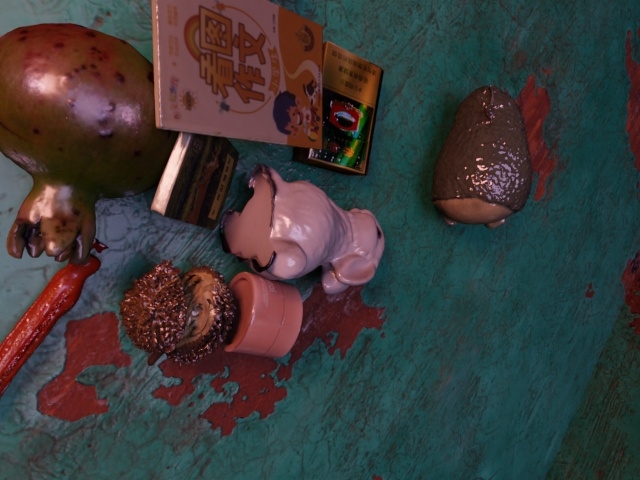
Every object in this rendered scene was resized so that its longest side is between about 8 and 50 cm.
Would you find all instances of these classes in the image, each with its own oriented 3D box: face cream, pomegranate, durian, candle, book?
[{"bbox_3d":[-0.117,0.142,0.763,0.104,0.149,0.149,20,85,-33],"label":"face cream"},{"bbox_3d":[-0.305,-0.125,0.551,0.242,0.242,0.305,-11,100,-32],"label":"pomegranate"},{"bbox_3d":[-0.241,0.131,0.677,0.196,0.167,0.196,-9,114,-20],"label":"durian"},{"bbox_3d":[-0.436,0.136,0.612,0.051,0.048,0.329,36,77,-18],"label":"candle"},{"bbox_3d":[-0.190,-0.102,0.656,0.024,0.228,0.160,18,86,4],"label":"book"},{"bbox_3d":[-0.100,-0.251,0.592,0.295,0.020,0.207,-7,100,-47],"label":"book"}]

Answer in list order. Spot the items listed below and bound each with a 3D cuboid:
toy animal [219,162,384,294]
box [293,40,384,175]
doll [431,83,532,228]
[{"bbox_3d":[0.000,0.000,0.797,0.357,0.194,0.257,17,45,-39],"label":"toy animal"},{"bbox_3d":[0.040,-0.270,0.859,0.159,0.071,0.240,7,93,-37],"label":"box"},{"bbox_3d":[0.415,-0.209,1.038,0.247,0.247,0.349,9,85,-34],"label":"doll"}]
